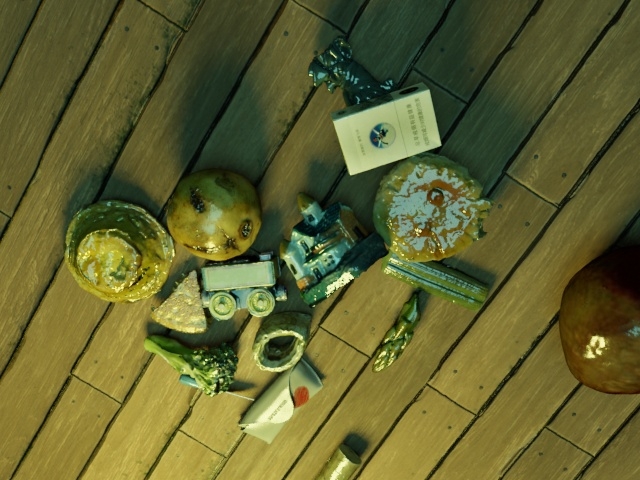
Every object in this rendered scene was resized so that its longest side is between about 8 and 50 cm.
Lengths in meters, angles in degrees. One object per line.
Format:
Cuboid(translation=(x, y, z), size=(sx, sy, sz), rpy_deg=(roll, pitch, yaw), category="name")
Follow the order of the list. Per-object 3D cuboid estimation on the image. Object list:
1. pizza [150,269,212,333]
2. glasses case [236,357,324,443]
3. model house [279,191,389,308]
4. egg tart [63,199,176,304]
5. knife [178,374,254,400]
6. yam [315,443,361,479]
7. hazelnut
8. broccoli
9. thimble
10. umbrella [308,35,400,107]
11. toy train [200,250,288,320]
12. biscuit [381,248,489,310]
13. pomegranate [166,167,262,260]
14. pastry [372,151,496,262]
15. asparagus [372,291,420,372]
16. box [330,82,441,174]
Cuboid(translation=(-0.403, 0.176, 1.901), size=(0.188, 0.062, 0.199), rpy_deg=(19, 98, -7), category="pizza")
Cuboid(translation=(-0.125, 0.510, 1.952), size=(0.128, 0.083, 0.308), rpy_deg=(39, 104, -6), category="glasses case")
Cuboid(translation=(0.000, 0.000, 1.753), size=(0.253, 0.184, 0.291), rpy_deg=(-35, 87, 40), category="model house")
Cuboid(translation=(-0.600, 0.042, 1.845), size=(0.341, 0.129, 0.341), rpy_deg=(1, 103, 4), category="egg tart")
Cuboid(translation=(-0.323, 0.463, 1.972), size=(0.244, 0.058, 0.032), rpy_deg=(17, 67, 0), category="knife")
Cuboid(translation=(0.029, 0.767, 2.005), size=(0.093, 0.093, 0.259), rpy_deg=(32, 104, -5), category="yam")
Cuboid(translation=(0.839, 0.210, 1.687), size=(0.420, 0.352, 0.421), rpy_deg=(-8, 106, -30), category="hazelnut")
Cuboid(translation=(-0.398, 0.353, 1.921), size=(0.304, 0.145, 0.165), rpy_deg=(17, 115, 10), category="broccoli")
Cuboid(translation=(-0.108, 0.292, 1.864), size=(0.190, 0.143, 0.137), rpy_deg=(-28, 100, 10), category="thimble")
Cuboid(translation=(0.130, -0.393, 1.698), size=(0.349, 0.094, 0.143), rpy_deg=(39, 112, -10), category="umbrella")
Cuboid(translation=(-0.226, 0.131, 1.841), size=(0.260, 0.134, 0.178), rpy_deg=(-6, 96, 5), category="toy train")
Cuboid(translation=(0.333, 0.111, 1.842), size=(0.322, 0.038, 0.099), rpy_deg=(23, 108, -2), category="biscuit")
Cuboid(translation=(-0.286, -0.073, 1.740), size=(0.260, 0.260, 0.261), rpy_deg=(1, 105, 4), category="pomegranate")
Cuboid(translation=(0.298, -0.094, 1.739), size=(0.329, 0.136, 0.330), rpy_deg=(1, 106, 5), category="pastry")
Cuboid(translation=(0.233, 0.285, 1.876), size=(0.080, 0.080, 0.287), rpy_deg=(31, 105, -4), category="asparagus")
Cuboid(translation=(0.172, -0.291, 1.657), size=(0.256, 0.069, 0.164), rpy_deg=(-18, 120, 3), category="box")
